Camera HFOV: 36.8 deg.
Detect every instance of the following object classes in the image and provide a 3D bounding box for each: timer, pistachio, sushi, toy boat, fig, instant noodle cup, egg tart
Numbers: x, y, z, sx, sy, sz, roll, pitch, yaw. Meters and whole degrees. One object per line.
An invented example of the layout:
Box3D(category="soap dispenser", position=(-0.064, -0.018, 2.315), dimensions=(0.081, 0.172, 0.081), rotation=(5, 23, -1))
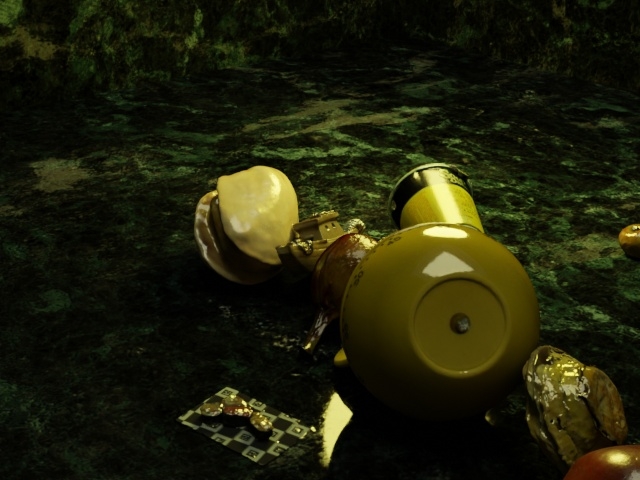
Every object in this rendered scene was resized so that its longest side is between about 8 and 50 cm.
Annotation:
Box3D(category="timer", position=(0.202, 0.139, 1.683), dimensions=(0.376, 0.376, 0.387), rotation=(1, 0, -6))
Box3D(category="pistachio", position=(-0.157, -0.035, 2.121), dimensions=(0.238, 0.229, 0.321), rotation=(34, 32, -9))
Box3D(category="sushi", position=(-0.124, 0.296, 1.613), dimensions=(0.201, 0.031, 0.139), rotation=(19, 28, 30))
Box3D(category="toy boat", position=(0.000, 0.000, 2.093), dimensions=(0.089, 0.121, 0.321), rotation=(-12, 2, 29))
Box3D(category="fig", position=(0.047, 0.097, 1.899), dimensions=(0.191, 0.190, 0.290), rotation=(17, 27, 28))
Box3D(category="instant noodle cup", position=(0.283, -0.034, 2.222), dimensions=(0.216, 0.215, 0.236), rotation=(-1, 33, -11))
Box3D(category="egg tart", position=(0.413, 0.271, 1.527), dimensions=(0.106, 0.241, 0.241), rotation=(-29, 5, 34))

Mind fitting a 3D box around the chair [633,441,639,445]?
Box3D(category="chair", position=(0.576, 0.391, 1.446), dimensions=(0.213, 0.149, 0.174), rotation=(55, 37, 6))

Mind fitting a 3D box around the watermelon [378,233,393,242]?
Box3D(category="watermelon", position=(0.086, 0.056, 2.109), dimensions=(0.181, 0.092, 0.075), rotation=(-31, 22, -26))

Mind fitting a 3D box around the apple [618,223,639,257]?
Box3D(category="apple", position=(0.770, 0.001, 2.341), dimensions=(0.090, 0.074, 0.089), rotation=(1, 24, 0))

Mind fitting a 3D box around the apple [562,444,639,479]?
Box3D(category="apple", position=(0.429, 0.381, 1.303), dimensions=(0.234, 0.234, 0.234), rotation=(3, 24, -1))
